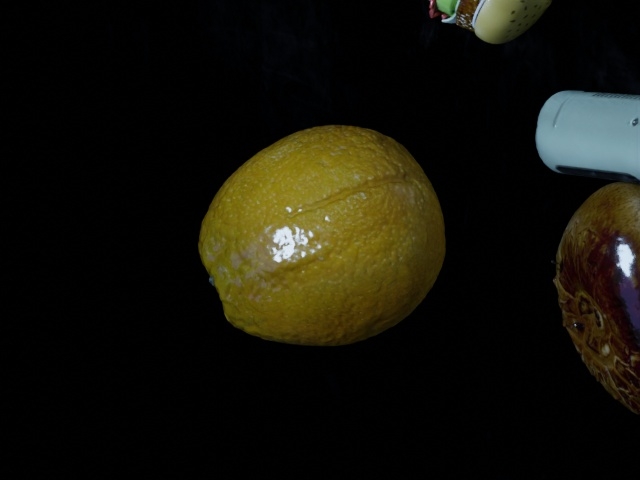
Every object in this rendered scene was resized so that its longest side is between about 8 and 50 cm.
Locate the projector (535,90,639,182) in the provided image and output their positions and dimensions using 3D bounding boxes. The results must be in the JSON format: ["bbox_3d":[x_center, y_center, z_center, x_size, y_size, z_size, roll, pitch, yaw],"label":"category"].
[{"bbox_3d":[0.398,-0.117,1.812,0.337,0.108,0.108,12,120,56],"label":"projector"}]

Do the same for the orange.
[{"bbox_3d":[0.000,0.000,2.288,0.322,0.357,0.322,57,161,32],"label":"orange"}]

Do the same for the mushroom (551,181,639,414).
[{"bbox_3d":[0.393,0.075,1.894,0.278,0.163,0.297,-17,94,61],"label":"mushroom"}]

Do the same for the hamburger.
[{"bbox_3d":[0.219,-0.322,1.921,0.137,0.175,0.175,40,143,17],"label":"hamburger"}]
